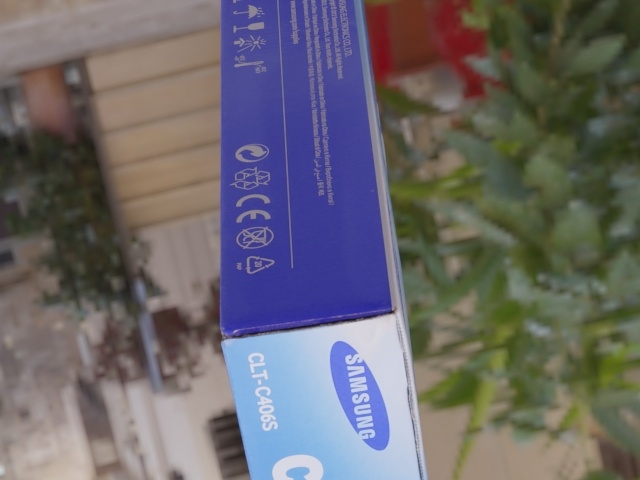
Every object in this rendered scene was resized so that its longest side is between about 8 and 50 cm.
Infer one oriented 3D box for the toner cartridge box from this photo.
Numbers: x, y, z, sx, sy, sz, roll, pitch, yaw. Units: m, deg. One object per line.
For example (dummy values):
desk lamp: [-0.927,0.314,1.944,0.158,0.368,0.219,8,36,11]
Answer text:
toner cartridge box: [0.000,0.000,0.915,0.075,0.165,0.348,-9,-145,3]
